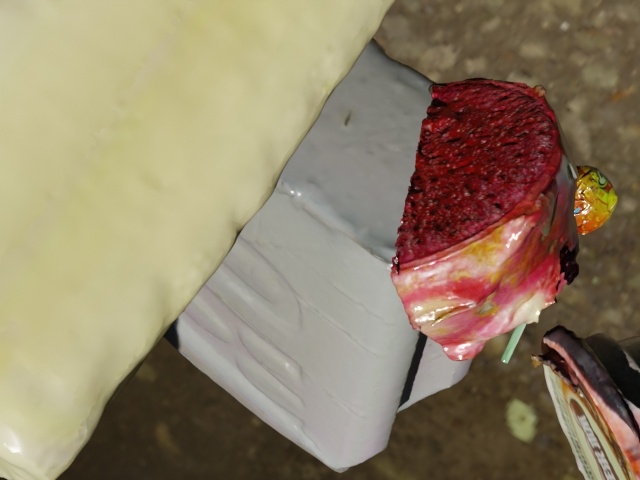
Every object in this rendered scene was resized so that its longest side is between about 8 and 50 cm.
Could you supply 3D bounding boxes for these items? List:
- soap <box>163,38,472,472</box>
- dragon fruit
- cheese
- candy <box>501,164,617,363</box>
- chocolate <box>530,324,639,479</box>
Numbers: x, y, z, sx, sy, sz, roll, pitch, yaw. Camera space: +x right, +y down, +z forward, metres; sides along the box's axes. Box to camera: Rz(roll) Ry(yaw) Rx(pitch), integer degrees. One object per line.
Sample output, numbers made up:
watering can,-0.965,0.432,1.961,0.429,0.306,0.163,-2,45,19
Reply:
soap,0.000,0.000,1.633,0.350,0.213,0.435,42,150,17
dragon fruit,0.145,-0.010,1.247,0.126,0.274,0.161,-7,126,17
cheese,-0.079,-0.052,0.578,0.124,0.265,0.242,38,163,-15
candy,0.214,0.024,1.502,0.060,0.201,0.060,27,179,0
chocolate,0.247,0.124,1.081,0.147,0.221,0.221,-27,115,0
